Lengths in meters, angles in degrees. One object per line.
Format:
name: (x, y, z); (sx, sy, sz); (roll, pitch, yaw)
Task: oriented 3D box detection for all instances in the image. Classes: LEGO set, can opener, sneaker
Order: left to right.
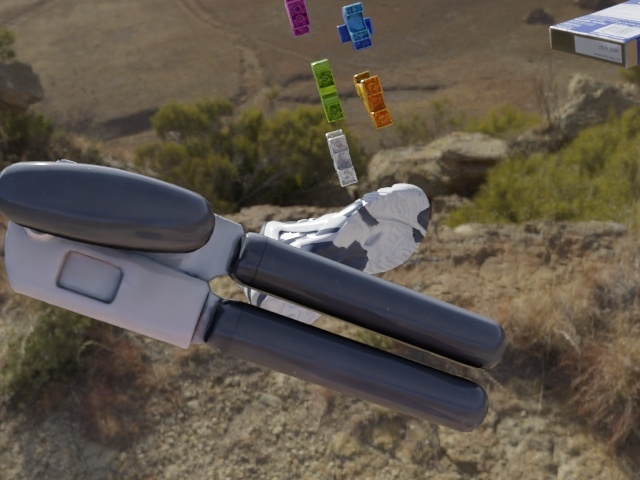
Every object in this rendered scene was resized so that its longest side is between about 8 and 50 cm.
can opener: (-0.028, 0.032, 0.388); (0.283, 0.076, 0.095); (20, -9, -8)
sneaker: (0.000, 0.000, 0.840); (0.235, 0.094, 0.153); (-41, 33, -18)
LEGO set: (0.028, -0.190, 0.853); (0.087, 0.227, 0.093); (-16, 18, 1)

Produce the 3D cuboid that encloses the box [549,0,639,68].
box: (0.405, -0.260, 0.866); (0.225, 0.036, 0.136); (-22, 28, -11)
